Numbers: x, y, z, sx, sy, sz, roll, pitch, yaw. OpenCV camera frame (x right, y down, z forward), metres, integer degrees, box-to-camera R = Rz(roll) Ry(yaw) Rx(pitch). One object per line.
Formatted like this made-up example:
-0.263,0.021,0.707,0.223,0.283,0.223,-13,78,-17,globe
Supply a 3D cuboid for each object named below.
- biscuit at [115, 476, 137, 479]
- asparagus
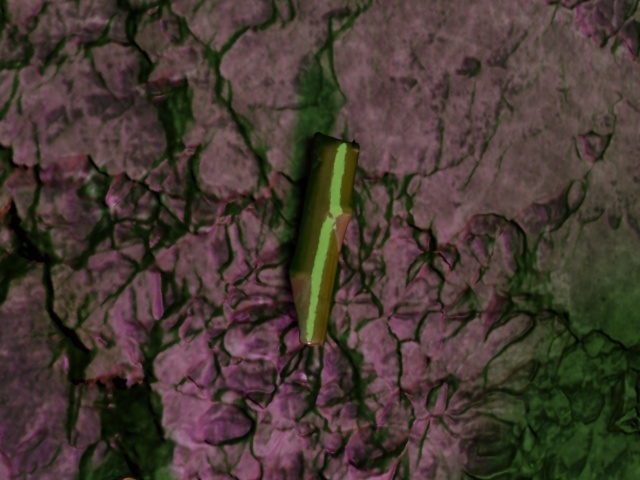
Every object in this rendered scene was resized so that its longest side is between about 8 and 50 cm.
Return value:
-0.137,0.284,1.203,0.133,0.027,0.184,12,85,-27,biscuit
0.000,0.000,1.269,0.045,0.041,0.178,10,90,-5,asparagus
